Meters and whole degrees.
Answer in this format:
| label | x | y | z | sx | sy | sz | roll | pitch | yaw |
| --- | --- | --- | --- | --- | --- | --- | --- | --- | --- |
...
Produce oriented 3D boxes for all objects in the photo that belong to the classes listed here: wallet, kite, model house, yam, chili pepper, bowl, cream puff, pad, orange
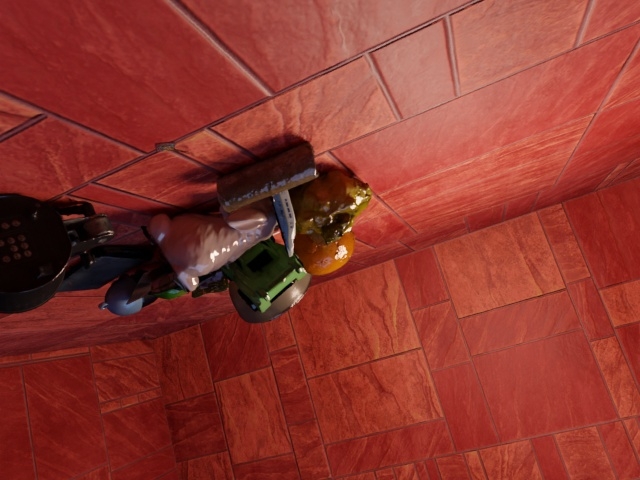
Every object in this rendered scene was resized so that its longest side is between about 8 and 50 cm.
| label | x | y | z | sx | sy | sz | roll | pitch | yaw |
| --- | --- | --- | --- | --- | --- | --- | --- | --- | --- |
| wallet | -0.720 | 0.097 | 1.550 | 0.379 | 0.046 | 0.190 | -24 | 165 | 36 |
| kite | -0.292 | -0.185 | 0.947 | 0.078 | 0.002 | 0.044 | -5 | 164 | -38 |
| model house | -0.483 | 0.167 | 2.021 | 0.167 | 0.117 | 0.088 | -12 | 164 | -5 |
| yam | -0.124 | -0.149 | 1.125 | 0.259 | 0.093 | 0.093 | -19 | 168 | 13 |
| chili pepper | -0.500 | 0.046 | 1.563 | 0.073 | 0.070 | 0.123 | 0 | 170 | 3 |
| bowl | -0.225 | 0.134 | 1.873 | 0.353 | 0.354 | 0.185 | -21 | 124 | 20 |
| cream puff | 0.033 | -0.086 | 1.393 | 0.281 | 0.185 | 0.282 | -12 | 168 | -3 |
| pad | -0.498 | 0.107 | 1.639 | 0.330 | 0.004 | 0.220 | -29 | 167 | -47 |
| orange | 0.000 | 0.000 | 1.624 | 0.240 | 0.240 | 0.240 | -16 | 168 | -3 |

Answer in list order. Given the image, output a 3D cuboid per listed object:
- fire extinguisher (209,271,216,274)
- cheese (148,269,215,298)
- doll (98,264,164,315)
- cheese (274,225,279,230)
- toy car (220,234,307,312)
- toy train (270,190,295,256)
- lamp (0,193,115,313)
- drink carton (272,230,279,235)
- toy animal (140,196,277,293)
| label | x | y | z | sx | sy | sz | roll | pitch | yaw |
| --- | --- | --- | --- | --- | --- | --- | --- | --- | --- |
| fire extinguisher | -0.537 | 0.153 | 1.898 | 0.252 | 0.106 | 0.075 | -17 | -158 | 10 |
| cheese | -0.428 | 0.124 | 1.487 | 0.204 | 0.083 | 0.320 | -29 | -168 | -33 |
| doll | -0.651 | 0.173 | 1.721 | 0.314 | 0.141 | 0.177 | -30 | 168 | -45 |
| cheese | -0.144 | -0.053 | 1.699 | 0.111 | 0.017 | 0.047 | -18 | 171 | 4 |
| toy car | -0.194 | 0.072 | 1.486 | 0.213 | 0.358 | 0.176 | -40 | 143 | -12 |
| toy train | -0.095 | -0.058 | 1.306 | 0.051 | 0.234 | 0.052 | -17 | -148 | -5 |
| lamp | -0.654 | 0.042 | 0.995 | 0.272 | 0.205 | 0.374 | -30 | 173 | 34 |
| drink carton | -0.229 | 0.006 | 1.719 | 0.200 | 0.075 | 0.084 | -6 | 165 | -34 |
| toy animal | -0.275 | -0.028 | 1.326 | 0.357 | 0.194 | 0.258 | -31 | 145 | -8 |
